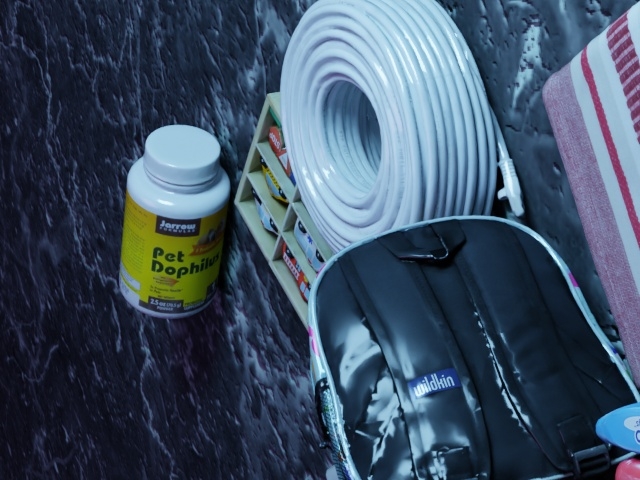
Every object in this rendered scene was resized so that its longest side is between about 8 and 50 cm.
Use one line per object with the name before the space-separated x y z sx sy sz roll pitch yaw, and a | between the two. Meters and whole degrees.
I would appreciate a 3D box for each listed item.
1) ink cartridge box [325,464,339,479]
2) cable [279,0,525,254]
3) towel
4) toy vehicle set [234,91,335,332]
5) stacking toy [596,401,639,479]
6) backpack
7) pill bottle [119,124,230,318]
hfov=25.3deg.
ink cartridge box | 0.101 0.239 1.273 0.208 0.087 0.153 -44 63 58
cable | 0.052 -0.088 1.219 0.257 0.089 0.257 -28 77 62
towel | 0.235 -0.036 0.872 0.329 0.037 0.237 137 117 -75
toy vehicle set | 0.000 0.000 1.415 0.267 0.035 0.166 59 147 31
stacking toy | 0.244 0.250 0.832 0.175 0.166 0.301 4 85 64
backpack | 0.103 0.112 1.060 0.191 0.225 0.253 89 164 -55
pill bottle | -0.166 -0.022 1.632 0.117 0.117 0.215 52 144 40
